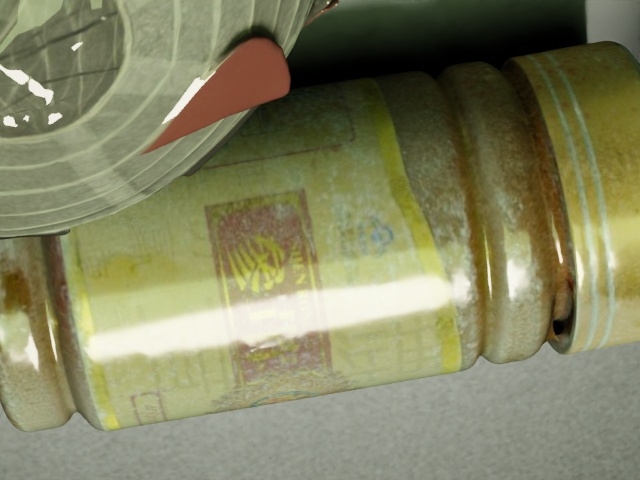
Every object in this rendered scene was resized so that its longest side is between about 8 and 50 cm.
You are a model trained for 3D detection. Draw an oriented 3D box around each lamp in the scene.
[{"bbox_3d":[-0.117,-0.117,0.632,0.265,0.233,0.233,-27,125,12],"label":"lamp"}]

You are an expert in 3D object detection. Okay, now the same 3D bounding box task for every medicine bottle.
[{"bbox_3d":[0.000,0.000,0.783,0.323,0.151,0.151,-9,126,-4],"label":"medicine bottle"}]
